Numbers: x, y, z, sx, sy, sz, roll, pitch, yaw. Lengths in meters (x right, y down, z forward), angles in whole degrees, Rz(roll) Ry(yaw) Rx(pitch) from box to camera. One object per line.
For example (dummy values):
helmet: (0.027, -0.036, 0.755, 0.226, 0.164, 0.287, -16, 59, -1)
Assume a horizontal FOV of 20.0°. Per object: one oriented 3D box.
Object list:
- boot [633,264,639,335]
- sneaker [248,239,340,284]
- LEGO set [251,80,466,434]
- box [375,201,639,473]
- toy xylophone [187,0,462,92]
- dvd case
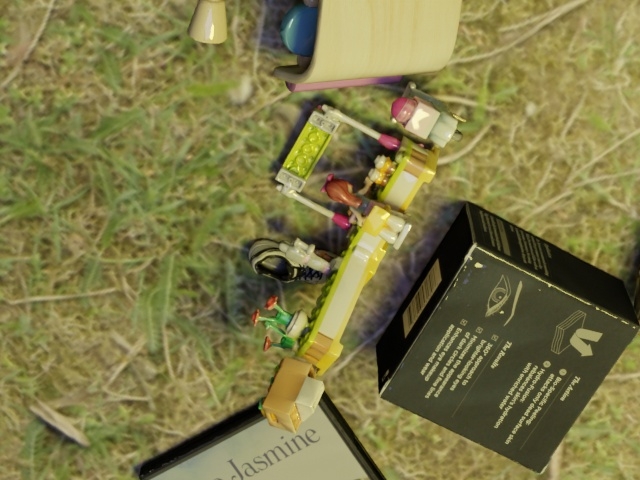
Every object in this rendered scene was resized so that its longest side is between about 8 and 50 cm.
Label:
boot: (0.381, 0.092, 1.489, 0.269, 0.089, 0.236, 14, 101, -9)
sneaker: (-0.018, 0.025, 1.485, 0.083, 0.037, 0.032, 9, 113, -6)
LEGO set: (0.000, 0.000, 1.422, 0.107, 0.132, 0.287, 28, 95, -6)
box: (0.150, 0.080, 1.479, 0.158, 0.093, 0.156, 27, 111, -11)
toy xylophone: (0.018, -0.246, 1.293, 0.236, 0.081, 0.323, 1, 117, -29)
dvd case: (-0.017, 0.256, 1.602, 0.180, 0.022, 0.253, -29, 112, 13)
